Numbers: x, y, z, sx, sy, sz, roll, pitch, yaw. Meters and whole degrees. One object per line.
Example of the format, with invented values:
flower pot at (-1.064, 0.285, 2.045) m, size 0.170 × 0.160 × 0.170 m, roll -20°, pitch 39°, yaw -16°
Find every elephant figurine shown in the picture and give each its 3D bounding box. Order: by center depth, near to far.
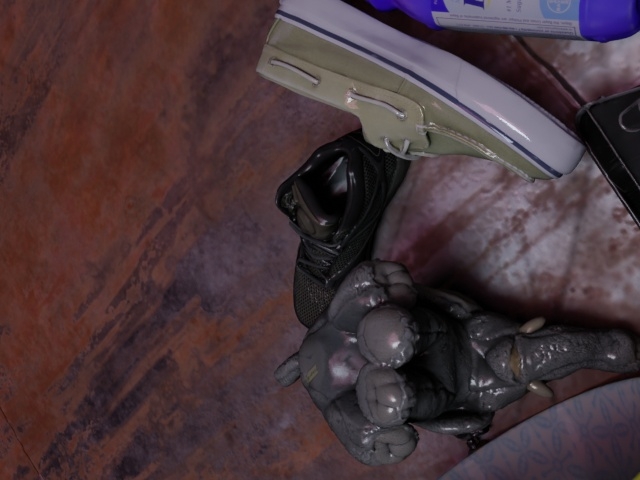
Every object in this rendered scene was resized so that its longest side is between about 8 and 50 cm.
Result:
elephant figurine at (0.117, 0.107, 0.631) m, size 0.186 × 0.240 × 0.169 m, roll 52°, pitch 131°, yaw 47°

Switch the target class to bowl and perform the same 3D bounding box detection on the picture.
bowl at (0.183, 0.242, 0.531) m, size 0.289 × 0.289 × 0.156 m, roll -39°, pitch 81°, yaw 34°

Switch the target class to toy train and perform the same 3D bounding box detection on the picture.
toy train at (0.166, 0.220, 0.697) m, size 0.036 × 0.027 × 0.158 m, roll -27°, pitch 85°, yaw 23°

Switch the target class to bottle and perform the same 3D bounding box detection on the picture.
bottle at (0.117, -0.228, 0.577) m, size 0.283 × 0.092 × 0.118 m, roll 16°, pitch 104°, yaw 30°

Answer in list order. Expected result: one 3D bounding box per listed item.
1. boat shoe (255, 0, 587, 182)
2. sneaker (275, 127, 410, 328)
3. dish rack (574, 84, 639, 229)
boat shoe at (0.074, -0.119, 0.616) m, size 0.302 × 0.109 × 0.094 m, roll 35°, pitch 103°, yaw 26°
sneaker at (0.000, 0.000, 0.692) m, size 0.087 × 0.130 × 0.227 m, roll 35°, pitch 121°, yaw 24°
dish rack at (0.279, -0.047, 0.434) m, size 0.074 × 0.271 × 0.208 m, roll -31°, pitch 82°, yaw -5°
